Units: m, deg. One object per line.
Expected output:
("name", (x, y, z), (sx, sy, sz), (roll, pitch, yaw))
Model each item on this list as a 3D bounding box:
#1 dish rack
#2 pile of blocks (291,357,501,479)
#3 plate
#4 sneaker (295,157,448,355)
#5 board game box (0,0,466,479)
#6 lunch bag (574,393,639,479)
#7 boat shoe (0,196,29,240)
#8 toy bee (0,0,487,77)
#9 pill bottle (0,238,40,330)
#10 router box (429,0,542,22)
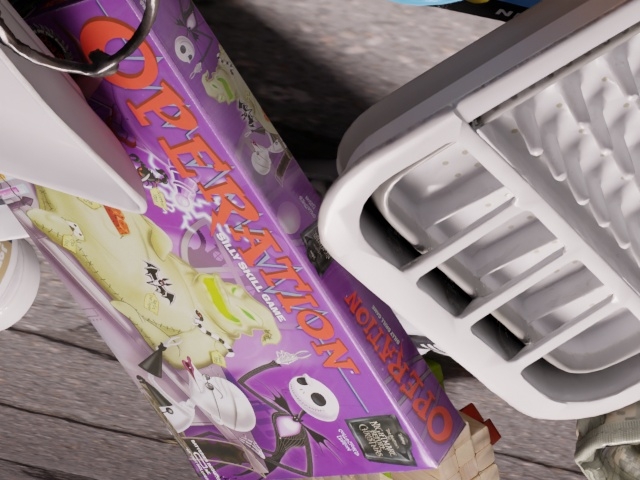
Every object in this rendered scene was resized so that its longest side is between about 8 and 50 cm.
("dish rack", (0.184, -0.054, 0.932), (0.333, 0.072, 0.285), (-30, 140, 18))
("pile of blocks", (0.059, 0.164, 1.883), (0.112, 0.149, 0.362), (-32, -168, -27))
("plate", (-0.246, -0.121, 1.055), (0.277, 0.045, 0.278), (17, 162, 26))
("sneaker", (0.000, 0.000, 1.289), (0.210, 0.137, 0.366), (12, 165, -24))
("board game box", (-0.080, 0.002, 1.180), (0.208, 0.056, 0.347), (-14, 118, 41))
("lunch bag", (0.269, 0.050, 1.170), (0.287, 0.235, 0.169), (15, 152, -18))
("boat shoe", (-0.262, -0.049, 1.297), (0.301, 0.102, 0.108), (-8, -172, -43))
("toy bee", (0.019, -0.181, 0.763), (0.298, 0.162, 0.195), (1, 134, -22))
("pill bottle", (-0.289, 0.003, 1.457), (0.112, 0.112, 0.186), (-1, 161, 24))
("router box", (0.077, -0.153, 0.932), (0.179, 0.046, 0.133), (10, 161, -12))
